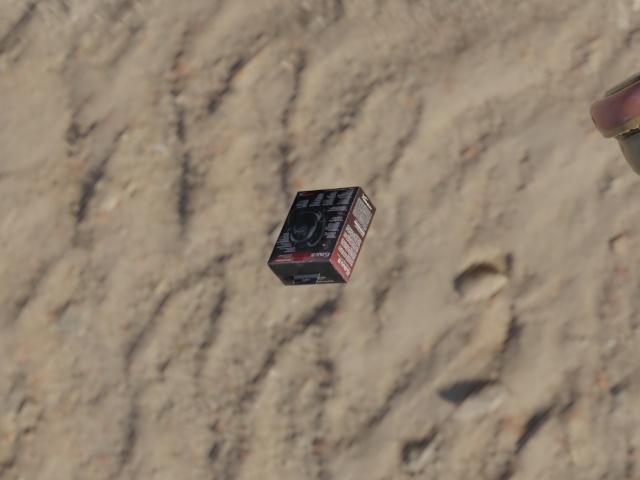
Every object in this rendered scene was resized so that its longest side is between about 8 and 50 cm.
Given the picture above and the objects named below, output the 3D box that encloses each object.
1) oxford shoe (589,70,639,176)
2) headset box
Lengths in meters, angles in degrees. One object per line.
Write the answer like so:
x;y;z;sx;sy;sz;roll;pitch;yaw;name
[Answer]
0.283;-0.061;0.654;0.348;0.123;0.130;-14;94;4;oxford shoe
0.000;0.000;1.328;0.062;0.032;0.083;-5;50;35;headset box
